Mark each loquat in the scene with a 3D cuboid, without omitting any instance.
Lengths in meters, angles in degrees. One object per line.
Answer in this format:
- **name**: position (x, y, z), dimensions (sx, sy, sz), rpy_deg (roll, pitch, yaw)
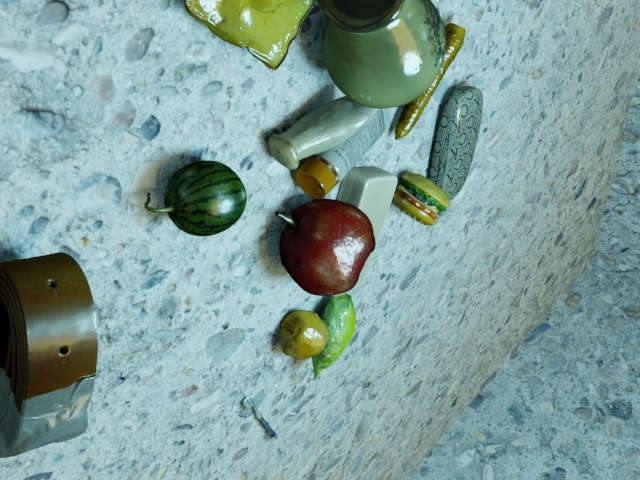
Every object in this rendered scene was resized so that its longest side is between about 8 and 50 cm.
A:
- **loquat**: position (-0.047, 0.248, 1.670), dimensions (0.137, 0.113, 0.137), rpy_deg (-8, 125, -12)

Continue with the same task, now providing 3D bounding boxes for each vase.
- **vase**: position (0.110, -0.445, 1.217), dimensions (0.302, 0.241, 0.329), rpy_deg (55, 36, -62)

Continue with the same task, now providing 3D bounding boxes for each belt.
- **belt**: position (-0.446, 0.181, 0.995), dimensions (0.122, 0.217, 0.338), rpy_deg (-12, 127, -47)

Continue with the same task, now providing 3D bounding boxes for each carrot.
- **carrot**: position (0.267, -0.389, 1.591), dimensions (0.066, 0.066, 0.314), rpy_deg (15, 104, -56)

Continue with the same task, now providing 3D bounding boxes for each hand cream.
- **hand cream**: position (0.070, -0.229, 1.453), dimensions (0.314, 0.089, 0.139), rpy_deg (-45, 146, -26)

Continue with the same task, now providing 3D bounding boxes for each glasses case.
- **glasses case**: position (0.089, -0.023, 1.650), dimensions (0.144, 0.076, 0.336), rpy_deg (-10, 124, -48)
- **glasses case**: position (0.385, -0.268, 1.824), dimensions (0.137, 0.085, 0.354), rpy_deg (-27, 136, -37)

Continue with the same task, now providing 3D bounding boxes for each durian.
- **durian**: position (0.030, 0.258, 1.766), dimensions (0.139, 0.101, 0.250), rpy_deg (-21, 134, -65)

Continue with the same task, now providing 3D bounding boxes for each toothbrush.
- **toothbrush**: position (-0.166, 0.506, 1.797), dimensions (0.026, 0.024, 0.288), rpy_deg (-45, 145, -18)

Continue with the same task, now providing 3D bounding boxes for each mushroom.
- **mushroom**: position (0.005, -0.233, 1.345), dimensions (0.247, 0.108, 0.096), rpy_deg (-28, 141, -18)

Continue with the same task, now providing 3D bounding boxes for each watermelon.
- **watermelon**: position (-0.225, -0.070, 1.153), dimensions (0.187, 0.141, 0.140), rpy_deg (-23, 133, -37)

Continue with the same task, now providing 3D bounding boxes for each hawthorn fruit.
- **hawthorn fruit**: position (0.000, 0.000, 1.448), dimensions (0.230, 0.210, 0.266), rpy_deg (-51, 132, 0)

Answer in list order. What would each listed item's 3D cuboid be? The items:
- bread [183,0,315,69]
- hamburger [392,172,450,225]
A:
- **bread**: position (-0.123, -0.403, 1.063), dimensions (0.233, 0.088, 0.160), rpy_deg (22, 94, -54)
- **hamburger**: position (0.274, -0.113, 1.750), dimensions (0.115, 0.162, 0.162), rpy_deg (-55, 147, 7)
